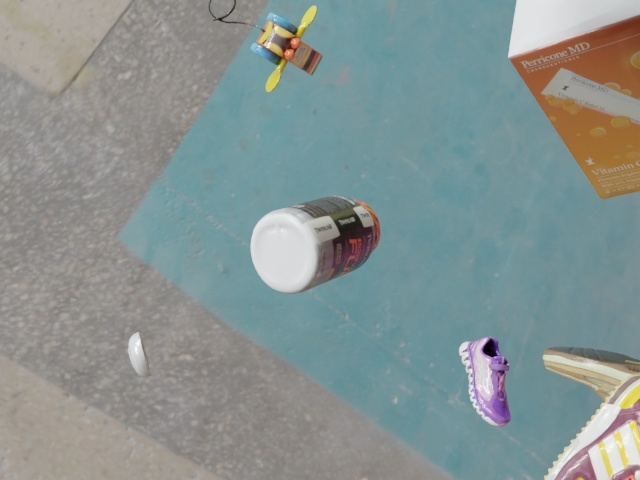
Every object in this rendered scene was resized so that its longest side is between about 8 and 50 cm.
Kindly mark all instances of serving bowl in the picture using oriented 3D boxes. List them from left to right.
[{"bbox_3d":[-0.327,0.208,1.356,0.027,0.083,0.083,-17,94,-13],"label":"serving bowl"}]

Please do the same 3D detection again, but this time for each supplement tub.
[{"bbox_3d":[0.000,0.000,1.898,0.338,0.207,0.207,-19,96,-54],"label":"supplement tub"}]

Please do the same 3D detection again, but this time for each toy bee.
[{"bbox_3d":[-0.084,-0.407,1.607,0.298,0.162,0.195,-10,127,-42],"label":"toy bee"}]

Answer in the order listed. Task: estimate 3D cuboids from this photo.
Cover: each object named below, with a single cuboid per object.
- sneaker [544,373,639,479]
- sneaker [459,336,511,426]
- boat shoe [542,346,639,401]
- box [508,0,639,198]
[{"bbox_3d":[0.259,0.200,0.644,0.185,0.084,0.069,-51,124,-13],"label":"sneaker"},{"bbox_3d":[0.421,0.336,1.857,0.095,0.104,0.236,15,47,-34],"label":"sneaker"},{"bbox_3d":[0.365,0.180,0.930,0.068,0.190,0.072,-7,103,-52],"label":"boat shoe"},{"bbox_3d":[0.450,-0.238,1.087,0.345,0.215,0.168,41,52,-37],"label":"box"}]
